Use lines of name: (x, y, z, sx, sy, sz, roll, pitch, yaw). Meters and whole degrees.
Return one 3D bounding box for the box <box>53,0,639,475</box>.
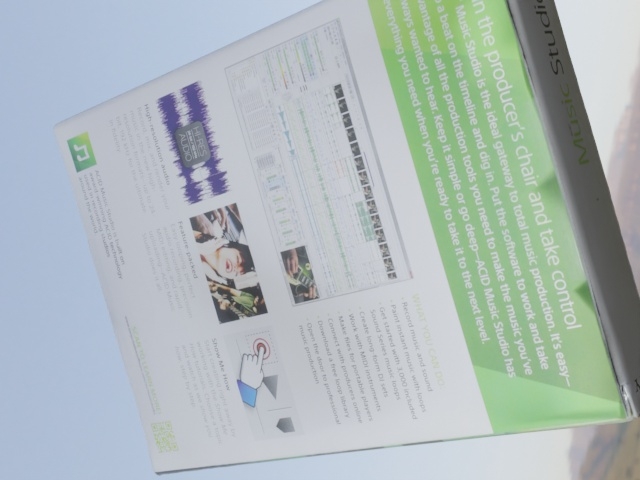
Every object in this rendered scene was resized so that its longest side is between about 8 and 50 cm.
box: (0.000, 0.000, 0.571, 0.058, 0.322, 0.232, -17, -88, -51)
